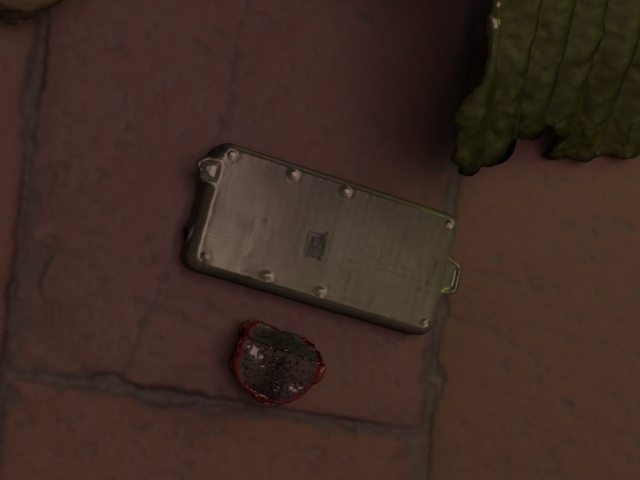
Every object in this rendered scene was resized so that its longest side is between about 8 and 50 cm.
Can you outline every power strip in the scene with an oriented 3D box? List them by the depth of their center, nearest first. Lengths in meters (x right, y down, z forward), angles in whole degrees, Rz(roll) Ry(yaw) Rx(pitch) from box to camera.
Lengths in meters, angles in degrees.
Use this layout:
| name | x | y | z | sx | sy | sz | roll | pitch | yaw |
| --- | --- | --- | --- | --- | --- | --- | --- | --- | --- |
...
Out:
| name | x | y | z | sx | sy | sz | roll | pitch | yaw |
| --- | --- | --- | --- | --- | --- | --- | --- | --- | --- |
| power strip | 0.000 | 0.000 | 1.666 | 0.270 | 0.046 | 0.118 | 17 | 84 | -19 |

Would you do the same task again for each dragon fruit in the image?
| name | x | y | z | sx | sy | sz | roll | pitch | yaw |
| --- | --- | --- | --- | --- | --- | --- | --- | --- | --- |
| dragon fruit | -0.042 | 0.112 | 1.641 | 0.083 | 0.056 | 0.060 | 17 | 104 | -11 |

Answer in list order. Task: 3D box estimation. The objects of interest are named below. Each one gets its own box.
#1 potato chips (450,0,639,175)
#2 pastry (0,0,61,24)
| name | x | y | z | sx | sy | sz | roll | pitch | yaw |
| --- | --- | --- | --- | --- | --- | --- | --- | --- | --- |
| potato chips | 0.267 | -0.226 | 1.633 | 0.373 | 0.097 | 0.389 | -3 | 121 | -45 |
| pastry | -0.259 | -0.268 | 1.567 | 0.165 | 0.088 | 0.166 | 2 | 83 | -22 |
